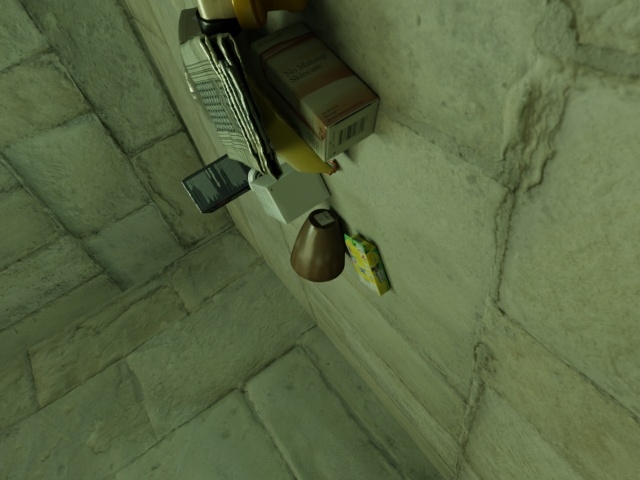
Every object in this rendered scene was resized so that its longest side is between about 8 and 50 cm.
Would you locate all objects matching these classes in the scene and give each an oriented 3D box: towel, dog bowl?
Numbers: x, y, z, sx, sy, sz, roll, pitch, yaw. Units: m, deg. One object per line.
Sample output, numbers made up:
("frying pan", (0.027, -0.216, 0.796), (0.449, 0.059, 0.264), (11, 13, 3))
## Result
("towel", (-0.214, -0.299, 0.985), (0.324, 0.056, 0.312), (32, 146, 55))
("dog bowl", (-0.283, -0.515, 1.284), (0.349, 0.102, 0.349), (-6, -90, -79))

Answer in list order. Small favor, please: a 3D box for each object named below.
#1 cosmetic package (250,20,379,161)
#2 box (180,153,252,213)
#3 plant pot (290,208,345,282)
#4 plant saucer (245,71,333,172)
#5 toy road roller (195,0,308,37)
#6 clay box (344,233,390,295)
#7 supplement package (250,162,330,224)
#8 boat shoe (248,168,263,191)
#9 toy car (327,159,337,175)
("cosmetic package", (-0.018, -0.348, 1.011), (0.296, 0.153, 0.129), (50, 163, 19))
("box", (-0.465, -0.284, 2.114), (0.179, 0.312, 0.343), (58, 177, -7))
("plant pot", (0.000, 0.000, 1.620), (0.215, 0.215, 0.230), (47, 147, 32))
("plant saucer", (-0.142, -0.321, 1.145), (0.333, 0.081, 0.333), (53, -169, 25))
("toy road roller", (-0.147, -0.591, 0.925), (0.202, 0.240, 0.330), (82, -172, -58))
("clay box", (0.160, 0.074, 1.499), (0.127, 0.053, 0.222), (36, 153, 53))
("supplement package", (-0.110, -0.181, 1.548), (0.149, 0.194, 0.203), (62, 165, -23))
("boat shoe", (-0.214, -0.209, 1.957), (0.105, 0.113, 0.306), (21, 152, 35))
("toy car", (0.004, -0.245, 1.338), (0.122, 0.060, 0.041), (40, 127, 29))
